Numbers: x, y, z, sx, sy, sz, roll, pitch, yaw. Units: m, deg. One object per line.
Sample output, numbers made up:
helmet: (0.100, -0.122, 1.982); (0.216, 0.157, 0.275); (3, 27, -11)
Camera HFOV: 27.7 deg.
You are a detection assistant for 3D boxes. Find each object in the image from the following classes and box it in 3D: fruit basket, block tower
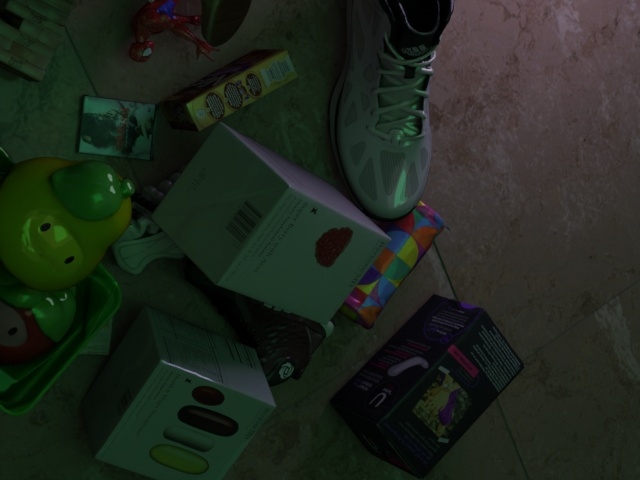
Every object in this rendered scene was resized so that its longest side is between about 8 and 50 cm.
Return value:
fruit basket: (-0.413, 0.016, 1.699); (0.392, 0.392, 0.283); (53, 58, -24)
block tower: (-0.378, -0.395, 1.827); (0.097, 0.091, 0.335); (27, 83, -29)

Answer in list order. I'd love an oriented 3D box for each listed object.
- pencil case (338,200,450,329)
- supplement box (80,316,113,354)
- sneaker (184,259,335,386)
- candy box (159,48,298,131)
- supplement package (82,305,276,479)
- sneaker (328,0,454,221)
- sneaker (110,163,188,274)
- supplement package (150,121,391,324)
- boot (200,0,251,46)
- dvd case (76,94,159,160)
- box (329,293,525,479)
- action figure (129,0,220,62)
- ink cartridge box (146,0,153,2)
pencil case: (0.111, 0.033, 2.147); (0.104, 0.104, 0.236); (44, 76, -26)
supplement box: (-0.346, 0.121, 1.943); (0.062, 0.036, 0.098); (5, 94, -29)
sneaker: (-0.115, 0.147, 2.037); (0.281, 0.106, 0.162); (27, 87, -29)
candy box: (-0.139, -0.230, 1.969); (0.186, 0.109, 0.053); (-33, 111, -22)
supplement package: (-0.213, 0.241, 1.932); (0.203, 0.149, 0.194); (25, 111, -29)
sneaker: (0.106, -0.248, 1.995); (0.169, 0.257, 0.447); (-1, 93, -5)
sneaker: (-0.198, -0.043, 1.977); (0.292, 0.110, 0.118); (-24, 128, -27)
supplement package: (-0.066, -0.018, 1.905); (0.177, 0.175, 0.293); (-54, 146, 8)
boot: (-0.176, -0.398, 1.842); (0.077, 0.165, 0.213); (-33, 146, -44)
dvd case: (-0.302, -0.168, 1.943); (0.119, 0.013, 0.087); (5, 94, -30)
box: (0.179, 0.241, 2.172); (0.270, 0.165, 0.143); (-44, 114, -16)
action figure: (-0.183, -0.371, 1.933); (0.139, 0.091, 0.280); (32, 81, -17)
ink cartridge box: (-0.326, -0.534, 1.698); (0.384, 0.160, 0.279); (28, 81, 6)
